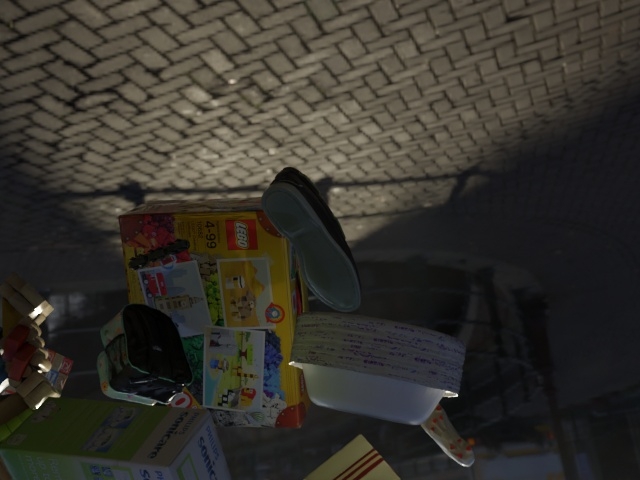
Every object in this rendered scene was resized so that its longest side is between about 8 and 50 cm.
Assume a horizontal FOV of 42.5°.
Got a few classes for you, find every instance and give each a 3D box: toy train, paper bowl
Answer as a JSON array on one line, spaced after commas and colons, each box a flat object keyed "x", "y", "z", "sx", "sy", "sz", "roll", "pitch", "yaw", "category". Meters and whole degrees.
[{"x": -0.309, "y": 0.027, "z": 1.574, "sx": 0.158, "sy": 0.027, "sz": 0.036, "roll": -20, "pitch": 172, "yaw": 33, "category": "toy train"}, {"x": 0.088, "y": 0.215, "z": 1.355, "sx": 0.284, "sy": 0.148, "sz": 0.284, "roll": 12, "pitch": 168, "yaw": 2, "category": "paper bowl"}]

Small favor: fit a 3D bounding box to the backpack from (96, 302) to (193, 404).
[{"x": -0.354, "y": 0.224, "z": 1.628, "sx": 0.166, "sy": 0.188, "sz": 0.144, "roll": 22, "pitch": 130, "yaw": -41, "category": "backpack"}]

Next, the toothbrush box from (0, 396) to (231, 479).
[{"x": -0.275, "y": 0.343, "z": 1.154, "sx": 0.283, "sy": 0.206, "sz": 0.122, "roll": -1, "pitch": -153, "yaw": 22, "category": "toothbrush box"}]

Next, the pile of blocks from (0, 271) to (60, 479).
[{"x": -0.487, "y": 0.222, "z": 1.293, "sx": 0.149, "sy": 0.362, "sz": 0.112, "roll": -10, "pitch": 165, "yaw": -11, "category": "pile of blocks"}]

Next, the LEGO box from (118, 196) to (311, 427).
[{"x": -0.224, "y": 0.158, "z": 1.879, "sx": 0.373, "sy": 0.499, "sz": 0.193, "roll": -2, "pitch": -166, "yaw": 10, "category": "LEGO box"}]

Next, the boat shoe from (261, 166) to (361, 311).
[{"x": 0.000, "y": 0.000, "z": 1.155, "sx": 0.081, "sy": 0.068, "sz": 0.227, "roll": -15, "pitch": 120, "yaw": 28, "category": "boat shoe"}]

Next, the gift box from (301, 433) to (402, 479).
[{"x": 0.067, "y": 0.563, "z": 1.571, "sx": 0.258, "sy": 0.255, "sz": 0.276, "roll": -37, "pitch": -168, "yaw": -10, "category": "gift box"}]

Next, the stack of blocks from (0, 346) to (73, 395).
[{"x": -0.750, "y": 0.330, "z": 2.025, "sx": 0.087, "sy": 0.171, "sz": 0.297, "roll": 11, "pitch": 162, "yaw": 21, "category": "stack of blocks"}]

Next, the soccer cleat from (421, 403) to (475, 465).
[{"x": 0.287, "y": 0.450, "z": 1.927, "sx": 0.068, "sy": 0.196, "sz": 0.076, "roll": -33, "pitch": 145, "yaw": -10, "category": "soccer cleat"}]
